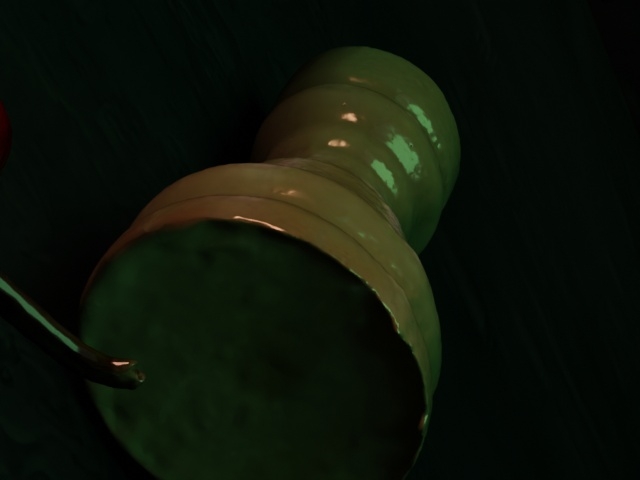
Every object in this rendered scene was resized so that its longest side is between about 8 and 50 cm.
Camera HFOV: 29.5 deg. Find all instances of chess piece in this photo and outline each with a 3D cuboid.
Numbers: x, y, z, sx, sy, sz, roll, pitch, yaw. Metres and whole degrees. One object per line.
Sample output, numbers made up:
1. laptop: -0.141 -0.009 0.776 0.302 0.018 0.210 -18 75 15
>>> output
1. chess piece: 0.000 0.000 0.936 0.234 0.234 0.442 65 21 -18

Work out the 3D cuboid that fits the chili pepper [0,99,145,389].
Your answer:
1. chili pepper: -0.219 -0.056 0.573 0.338 0.134 0.131 70 21 -3
